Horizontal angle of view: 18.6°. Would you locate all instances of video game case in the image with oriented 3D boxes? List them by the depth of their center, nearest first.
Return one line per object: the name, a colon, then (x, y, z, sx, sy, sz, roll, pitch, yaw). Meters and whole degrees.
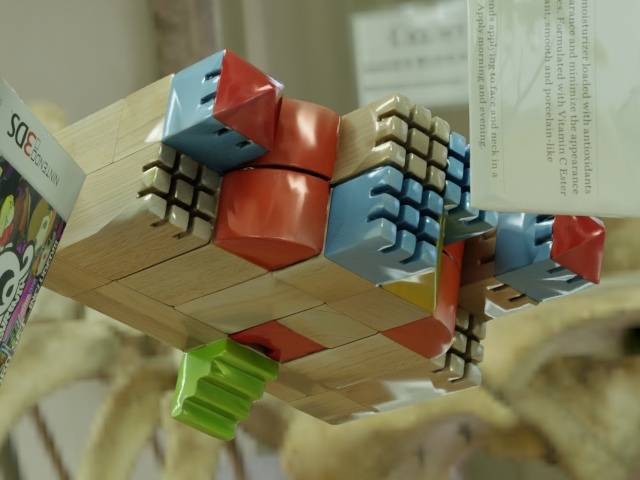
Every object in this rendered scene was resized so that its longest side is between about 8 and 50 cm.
video game case: (-0.205, 0.035, 1.031, 0.042, 0.232, 0.210, 19, -12, 12)

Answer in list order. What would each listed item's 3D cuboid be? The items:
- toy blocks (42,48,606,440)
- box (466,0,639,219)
toy blocks: (0.000, 0.000, 1.242, 0.381, 0.190, 0.261, 28, -33, -34)
box: (0.172, -0.109, 1.000, 0.119, 0.181, 0.182, 4, 9, 41)
